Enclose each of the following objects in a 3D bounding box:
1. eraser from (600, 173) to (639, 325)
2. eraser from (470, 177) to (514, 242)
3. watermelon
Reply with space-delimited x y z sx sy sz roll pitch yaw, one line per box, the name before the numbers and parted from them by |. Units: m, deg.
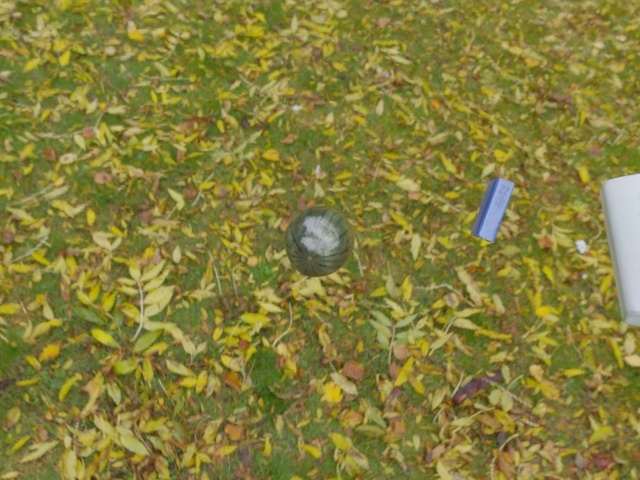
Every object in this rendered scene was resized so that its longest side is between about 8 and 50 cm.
eraser | 0.655 0.016 1.118 0.189 0.104 0.290 -6 65 16
eraser | 0.237 -0.041 0.814 0.027 0.063 0.085 19 94 3
watermelon | 0.000 0.000 0.660 0.078 0.078 0.110 27 15 9
